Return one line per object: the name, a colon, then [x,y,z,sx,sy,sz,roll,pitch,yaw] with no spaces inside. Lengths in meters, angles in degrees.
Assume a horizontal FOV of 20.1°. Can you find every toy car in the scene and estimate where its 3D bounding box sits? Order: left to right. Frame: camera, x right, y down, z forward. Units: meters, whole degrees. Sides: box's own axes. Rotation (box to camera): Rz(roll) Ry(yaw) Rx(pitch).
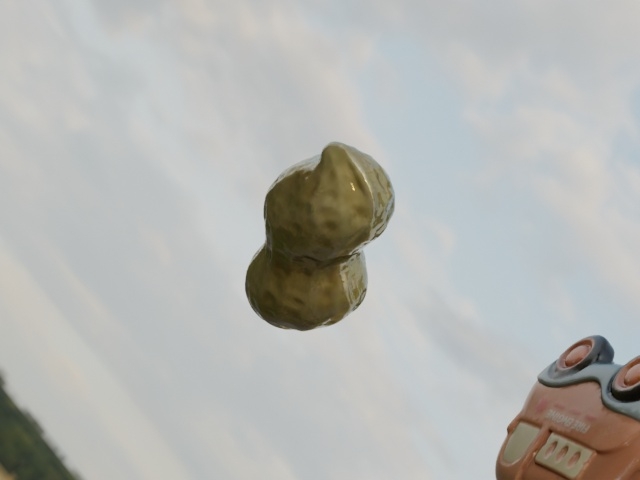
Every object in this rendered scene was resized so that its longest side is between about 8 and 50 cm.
toy car: [0.282,0.233,1.788,0.180,0.212,0.270,50,-11,-17]

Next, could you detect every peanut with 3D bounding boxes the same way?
peanut: [0.000,0.000,1.142,0.082,0.082,0.187,47,-34,20]
